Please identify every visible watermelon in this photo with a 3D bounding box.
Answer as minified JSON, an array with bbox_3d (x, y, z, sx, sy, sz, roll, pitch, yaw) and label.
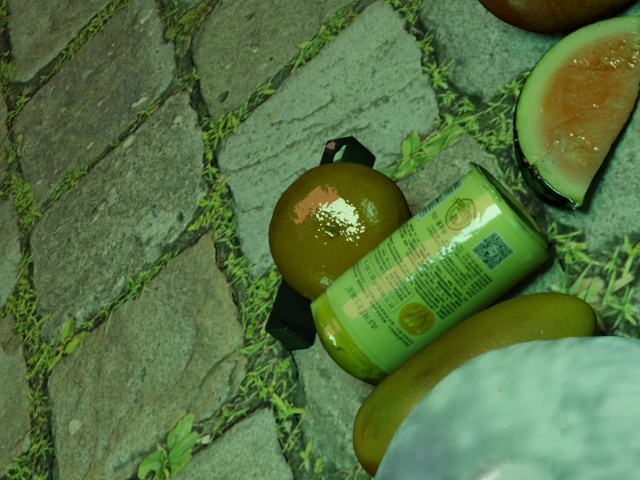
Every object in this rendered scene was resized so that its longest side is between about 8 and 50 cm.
[{"bbox_3d":[0.259,-0.130,1.443,0.119,0.063,0.245,7,57,30],"label":"watermelon"}]

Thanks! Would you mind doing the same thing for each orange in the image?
[{"bbox_3d":[0.024,-0.006,1.508,0.156,0.156,0.124,-46,-8,7],"label":"orange"}]

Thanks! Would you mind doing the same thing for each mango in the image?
[{"bbox_3d":[0.142,0.138,1.274,0.253,0.113,0.138,-36,33,8],"label":"mango"}]

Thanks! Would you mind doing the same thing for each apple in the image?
[{"bbox_3d":[0.249,-0.334,1.531,0.235,0.173,0.210,-6,54,43],"label":"apple"}]

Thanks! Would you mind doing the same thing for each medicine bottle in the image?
[{"bbox_3d":[0.102,0.041,1.396,0.239,0.124,0.124,-41,36,13],"label":"medicine bottle"}]

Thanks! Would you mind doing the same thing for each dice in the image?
[{"bbox_3d":[0.200,0.239,0.973,0.270,0.271,0.270,-10,52,43],"label":"dice"}]

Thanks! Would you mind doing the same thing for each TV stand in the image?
[{"bbox_3d":[0.000,0.000,1.608,0.040,0.049,0.256,-9,52,42],"label":"TV stand"}]
